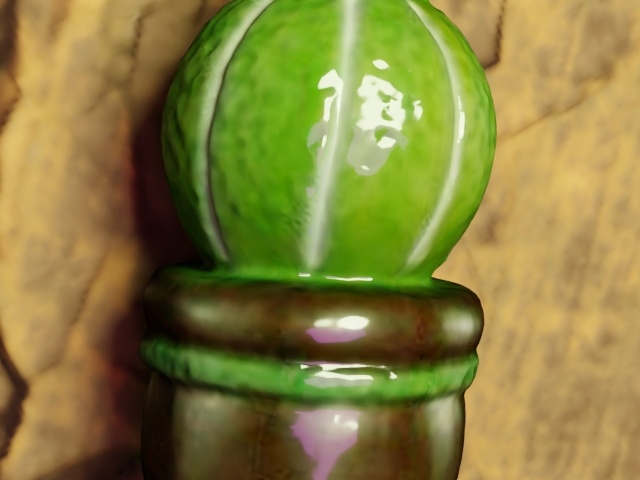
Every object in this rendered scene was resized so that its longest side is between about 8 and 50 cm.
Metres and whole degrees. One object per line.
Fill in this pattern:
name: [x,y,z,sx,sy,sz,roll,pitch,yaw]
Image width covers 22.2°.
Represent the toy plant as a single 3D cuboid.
toy plant: [0.000,0.000,0.436,0.093,0.093,0.162,4,96,-24]
